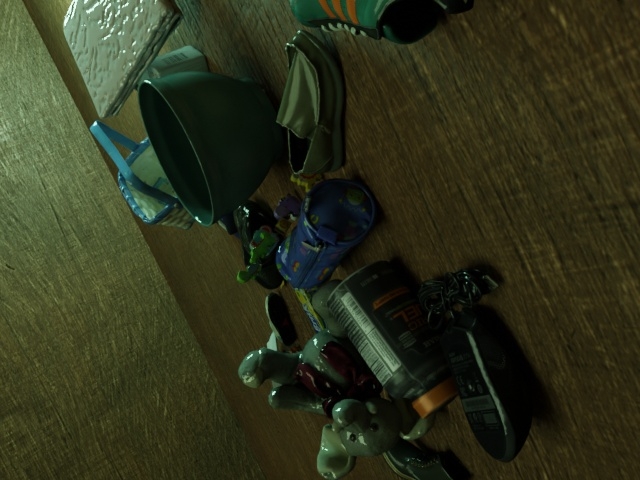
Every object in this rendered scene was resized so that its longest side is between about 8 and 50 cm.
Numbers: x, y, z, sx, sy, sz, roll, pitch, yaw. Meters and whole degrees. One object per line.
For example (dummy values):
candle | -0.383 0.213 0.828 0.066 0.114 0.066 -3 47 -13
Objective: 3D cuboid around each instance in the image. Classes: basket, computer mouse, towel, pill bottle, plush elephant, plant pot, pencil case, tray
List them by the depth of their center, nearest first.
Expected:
computer mouse | 0.236 0.170 0.955 0.188 0.072 0.272 140 113 -70
pill bottle | 0.128 0.163 1.093 0.245 0.130 0.130 54 157 20
pencil case | 0.000 0.000 1.191 0.119 0.133 0.306 33 157 -1
plush elephant | 0.052 0.290 1.255 0.330 0.272 0.255 43 -169 -43
plant pot | -0.195 -0.199 1.299 0.293 0.196 0.293 47 154 32
towel | -0.440 -0.483 1.467 0.332 0.053 0.317 -43 64 34
basket | -0.410 -0.166 1.653 0.255 0.201 0.289 50 -166 30
tray | -0.128 0.370 1.938 0.270 0.030 0.145 90 173 -62

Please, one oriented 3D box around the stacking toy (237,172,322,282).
stacking toy | -0.084 -0.030 1.248 0.052 0.221 0.167 34 157 0

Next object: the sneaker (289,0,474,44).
sneaker | 0.057 -0.272 0.766 0.302 0.108 0.121 4 115 64

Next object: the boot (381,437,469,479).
boot | 0.207 0.429 1.329 0.198 0.077 0.137 34 143 26

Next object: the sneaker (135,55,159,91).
sneaker | -0.364 -0.357 1.622 0.111 0.129 0.297 28 159 52

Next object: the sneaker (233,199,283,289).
sneaker | -0.131 0.024 1.571 0.130 0.087 0.227 32 139 63

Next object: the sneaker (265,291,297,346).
sneaker | -0.120 0.206 1.802 0.075 0.057 0.161 17 134 54

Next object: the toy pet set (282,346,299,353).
toy pet set | -0.064 0.343 1.870 0.122 0.065 0.114 121 154 -62

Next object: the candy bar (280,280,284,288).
candy bar | -0.135 0.051 1.707 0.161 0.018 0.040 55 157 16

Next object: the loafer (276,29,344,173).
loafer | -0.020 -0.199 1.051 0.094 0.087 0.251 41 150 43

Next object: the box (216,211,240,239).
box | -0.277 -0.105 1.820 0.136 0.036 0.225 36 147 48

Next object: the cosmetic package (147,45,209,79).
cosmetic package | -0.300 -0.305 1.523 0.085 0.117 0.231 42 150 43

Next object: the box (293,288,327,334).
box | -0.007 0.134 1.466 0.169 0.054 0.059 64 158 -4
